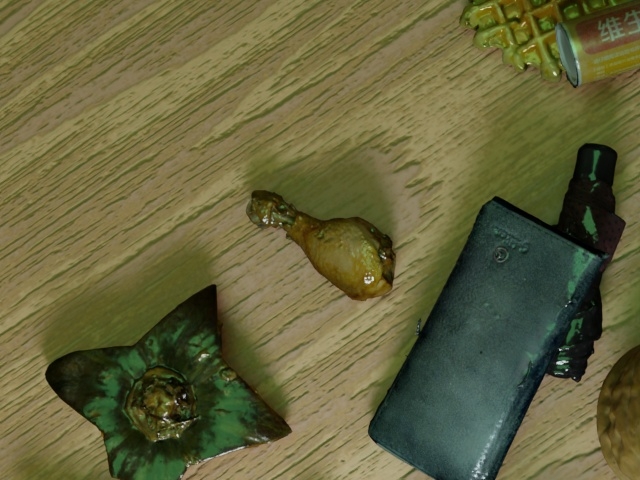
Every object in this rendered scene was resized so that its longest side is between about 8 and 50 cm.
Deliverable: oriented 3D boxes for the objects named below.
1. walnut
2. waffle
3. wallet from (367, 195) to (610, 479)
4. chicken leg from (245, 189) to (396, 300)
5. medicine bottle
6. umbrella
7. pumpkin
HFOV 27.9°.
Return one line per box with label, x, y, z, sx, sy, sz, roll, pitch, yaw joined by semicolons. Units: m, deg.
walnut;0.450;0.222;1.625;0.213;0.213;0.213;-2;79;11
waffle;0.338;-0.357;1.832;0.250;0.056;0.261;22;83;14
wallet;0.217;0.144;1.715;0.190;0.046;0.379;29;99;27
chicken leg;-0.001;-0.001;1.820;0.251;0.087;0.107;27;94;20
medicine bottle;0.534;-0.308;1.733;0.425;0.108;0.108;-18;76;2
umbrella;0.352;0.027;1.739;0.090;0.094;0.326;2;78;57
pumpkin;-0.224;0.224;1.814;0.290;0.095;0.258;-28;72;2
